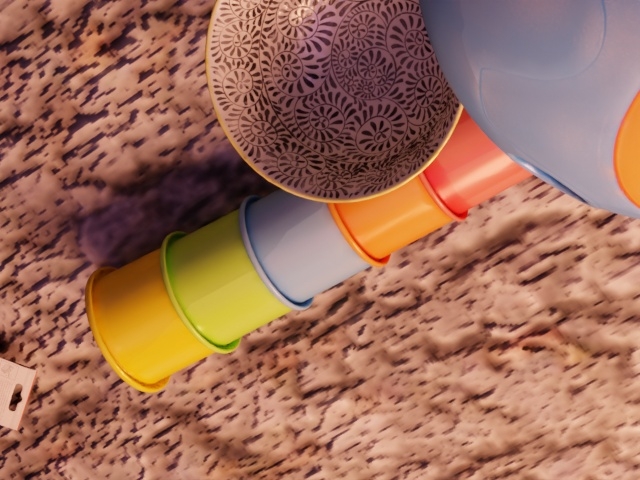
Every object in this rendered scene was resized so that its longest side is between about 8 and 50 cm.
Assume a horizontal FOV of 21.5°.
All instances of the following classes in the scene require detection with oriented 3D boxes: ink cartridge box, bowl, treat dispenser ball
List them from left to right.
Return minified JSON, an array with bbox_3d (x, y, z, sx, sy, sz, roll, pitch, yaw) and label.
[{"bbox_3d":[-0.265,0.090,1.237,0.115,0.029,0.063,22,120,-3],"label":"ink cartridge box"},{"bbox_3d":[0.023,-0.111,1.025,0.170,0.080,0.170,3,98,24],"label":"bowl"},{"bbox_3d":[0.192,-0.151,0.863,0.288,0.288,0.288,5,120,8],"label":"treat dispenser ball"}]

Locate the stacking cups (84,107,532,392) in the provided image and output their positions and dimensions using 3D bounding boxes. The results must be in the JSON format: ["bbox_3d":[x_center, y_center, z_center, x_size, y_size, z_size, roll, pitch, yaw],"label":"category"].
[{"bbox_3d":[0.000,0.000,1.105,0.316,0.096,0.096,-25,112,19],"label":"stacking cups"}]
